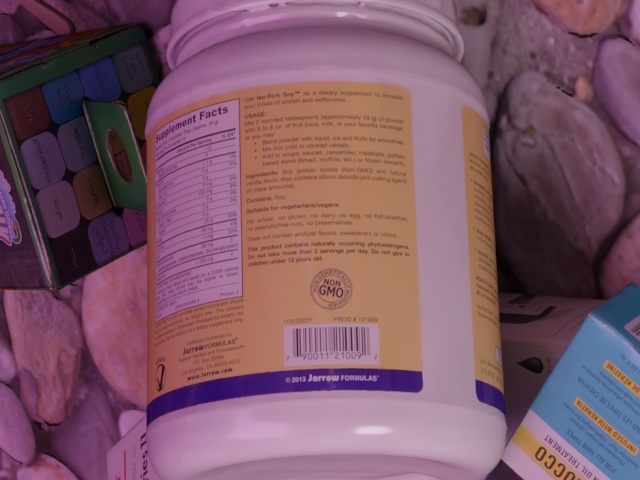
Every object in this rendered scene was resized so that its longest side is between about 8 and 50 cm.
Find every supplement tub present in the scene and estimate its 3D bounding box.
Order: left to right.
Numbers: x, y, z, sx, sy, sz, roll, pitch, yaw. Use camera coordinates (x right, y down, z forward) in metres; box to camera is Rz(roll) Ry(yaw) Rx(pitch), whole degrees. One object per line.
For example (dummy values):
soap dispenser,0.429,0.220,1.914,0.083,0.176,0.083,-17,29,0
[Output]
supplement tub,0.000,0.000,1.287,0.241,0.241,0.331,-20,65,45

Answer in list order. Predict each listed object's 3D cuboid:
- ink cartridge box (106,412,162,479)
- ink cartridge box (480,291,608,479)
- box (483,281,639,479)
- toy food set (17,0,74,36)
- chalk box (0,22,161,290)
ink cartridge box,-0.078,0.229,1.559,0.353,0.119,0.207,-45,43,46
ink cartridge box,0.156,0.125,1.382,0.218,0.092,0.158,4,111,43
box,0.178,0.151,1.266,0.100,0.060,0.244,41,130,19
toy food set,-0.245,-0.268,1.599,0.132,0.038,0.192,36,130,25
chalk box,-0.233,-0.068,1.581,0.289,0.179,0.180,-1,110,41
